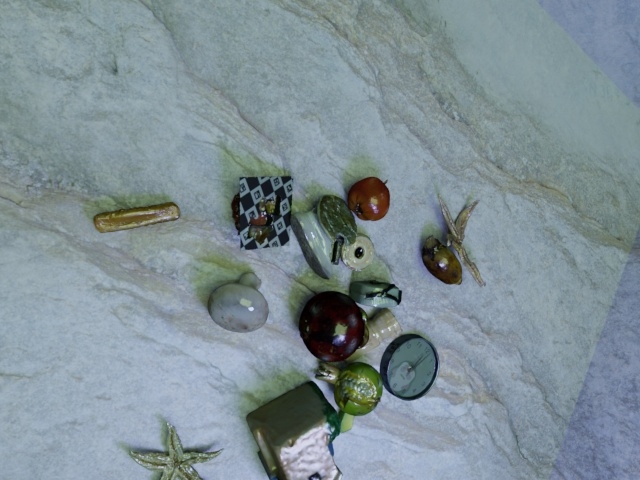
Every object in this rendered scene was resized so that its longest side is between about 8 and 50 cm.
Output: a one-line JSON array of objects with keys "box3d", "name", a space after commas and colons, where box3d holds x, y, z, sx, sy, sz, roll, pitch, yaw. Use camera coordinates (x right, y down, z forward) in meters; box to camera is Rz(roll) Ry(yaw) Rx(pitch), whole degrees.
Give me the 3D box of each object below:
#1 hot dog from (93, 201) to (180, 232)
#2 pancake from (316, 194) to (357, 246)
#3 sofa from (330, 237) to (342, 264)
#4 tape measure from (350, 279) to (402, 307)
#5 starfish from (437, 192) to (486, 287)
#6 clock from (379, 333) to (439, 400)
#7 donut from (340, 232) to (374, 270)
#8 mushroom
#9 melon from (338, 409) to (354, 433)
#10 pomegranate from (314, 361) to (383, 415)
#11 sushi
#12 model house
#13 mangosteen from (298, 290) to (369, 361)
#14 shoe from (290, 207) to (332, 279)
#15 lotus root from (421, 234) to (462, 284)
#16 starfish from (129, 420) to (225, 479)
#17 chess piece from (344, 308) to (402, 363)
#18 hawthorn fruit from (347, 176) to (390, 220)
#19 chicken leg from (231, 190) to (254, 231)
[{"box3d": [-0.656, -0.087, 1.508, 0.288, 0.068, 0.083, -12, 121, -27], "name": "hot dog"}, {"box3d": [0.070, -0.089, 1.775, 0.253, 0.037, 0.254, 29, 46, -35], "name": "pancake"}, {"box3d": [0.059, 0.047, 1.832, 0.039, 0.060, 0.118, 8, 90, -28], "name": "sofa"}, {"box3d": [0.270, 0.230, 1.862, 0.235, 0.207, 0.115, 5, 89, -22], "name": "tape measure"}, {"box3d": [0.689, -0.020, 2.028, 0.383, 0.132, 0.399, 34, 60, -43], "name": "starfish"}, {"box3d": [0.439, 0.616, 2.035, 0.318, 0.066, 0.319, -1, 93, -24], "name": "clock"}, {"box3d": [0.160, 0.050, 1.874, 0.174, 0.068, 0.175, -2, 96, -22], "name": "donut"}, {"box3d": [-0.308, 0.231, 1.623, 0.243, 0.243, 0.244, -2, 94, -24], "name": "mushroom"}, {"box3d": [0.160, 0.784, 1.926, 0.209, 0.064, 0.118, -17, 99, -24], "name": "melon"}, {"box3d": [0.124, 0.624, 1.824, 0.301, 0.236, 0.236, 22, 83, 14], "name": "pomegranate"}, {"box3d": [-0.230, -0.116, 1.665, 0.294, 0.059, 0.293, -7, 103, -51], "name": "sushi"}, {"box3d": [-0.064, 0.824, 1.652, 0.334, 0.382, 0.343, -22, 97, -19], "name": "model house"}, {"box3d": [0.058, 0.354, 1.733, 0.311, 0.311, 0.312, -2, 94, -24], "name": "mangosteen"}, {"box3d": [0.000, 0.000, 1.776, 0.159, 0.124, 0.317, -34, 107, -26], "name": "shoe"}, {"box3d": [0.588, 0.119, 2.011, 0.141, 0.169, 0.314, -42, 112, 1], "name": "lotus root"}, {"box3d": [-0.545, 0.849, 1.609, 0.346, 0.078, 0.358, 0, 94, -23], "name": "starfish"}, {"box3d": [0.216, 0.438, 1.908, 0.300, 0.137, 0.137, -33, 106, -7], "name": "chess piece"}, {"box3d": [0.228, -0.196, 1.828, 0.225, 0.196, 0.197, -47, 110, -27], "name": "hawthorn fruit"}, {"box3d": [-0.311, -0.132, 1.664, 0.089, 0.048, 0.219, -9, 97, -27], "name": "chicken leg"}]
